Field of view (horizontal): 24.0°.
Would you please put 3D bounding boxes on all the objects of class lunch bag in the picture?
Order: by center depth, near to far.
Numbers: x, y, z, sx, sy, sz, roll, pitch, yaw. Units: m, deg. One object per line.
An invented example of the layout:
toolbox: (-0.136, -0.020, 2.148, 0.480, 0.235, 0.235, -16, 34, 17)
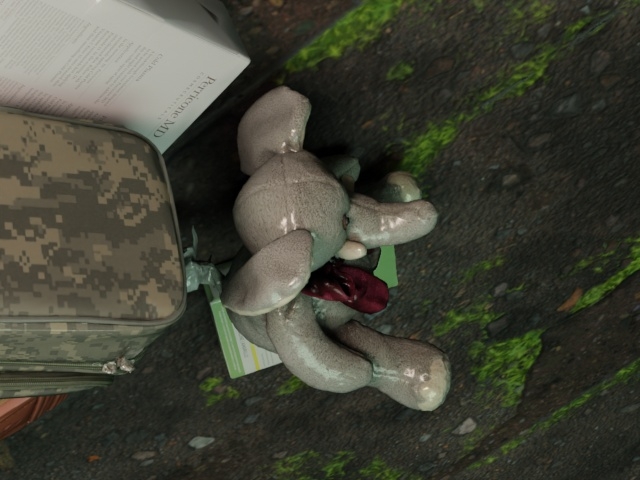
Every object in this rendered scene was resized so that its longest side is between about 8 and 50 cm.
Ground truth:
lunch bag: (-0.291, 0.033, 1.277, 0.305, 0.212, 0.256, 3, 154, -33)

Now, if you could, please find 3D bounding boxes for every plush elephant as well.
plush elephant: (0.000, 0.000, 1.501, 0.330, 0.272, 0.255, 6, 155, -13)

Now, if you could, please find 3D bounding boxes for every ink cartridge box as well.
ink cartridge box: (-0.014, 0.063, 1.768, 0.235, 0.056, 0.171, -18, 144, -7)

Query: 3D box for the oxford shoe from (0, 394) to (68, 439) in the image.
oxford shoe: (-0.331, 0.122, 1.517, 0.397, 0.146, 0.140, -44, 173, -38)

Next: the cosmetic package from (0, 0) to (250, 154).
cosmetic package: (-0.291, -0.108, 1.339, 0.377, 0.097, 0.284, -43, 140, 24)
